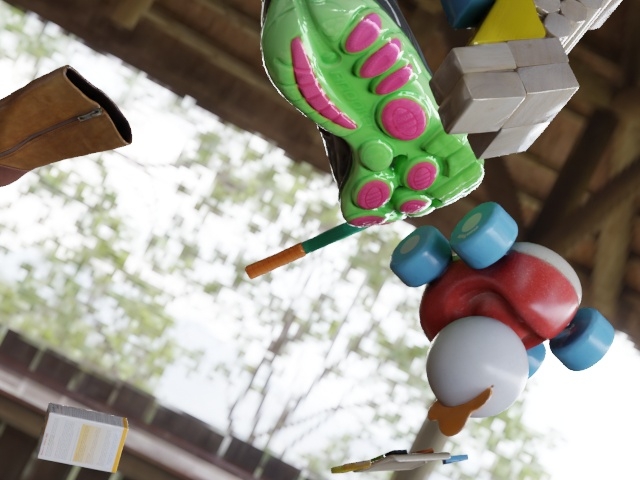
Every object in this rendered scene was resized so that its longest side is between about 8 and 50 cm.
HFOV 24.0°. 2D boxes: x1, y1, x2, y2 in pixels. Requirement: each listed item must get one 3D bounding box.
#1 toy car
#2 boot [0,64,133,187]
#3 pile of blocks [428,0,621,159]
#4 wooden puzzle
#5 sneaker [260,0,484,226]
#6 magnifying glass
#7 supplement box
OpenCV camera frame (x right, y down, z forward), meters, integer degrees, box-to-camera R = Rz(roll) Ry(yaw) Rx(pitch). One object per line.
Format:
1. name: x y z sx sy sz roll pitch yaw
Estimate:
1. toy car: 0.171 0.123 1.692 0.219 0.238 0.210 46 -36 -19
2. boot: -0.415 -0.157 1.863 0.280 0.096 0.264 -14 -43 32
3. pile of blocks: 0.150 -0.191 1.080 0.149 0.362 0.113 37 -35 2
4. wooden puzzle: 0.073 0.203 1.392 0.116 0.014 0.078 6 -19 -40
5. sneaker: 0.060 -0.172 1.658 0.185 0.202 0.483 -16 -31 7
6. magnifying glass: 0.000 0.000 2.115 0.026 0.231 0.092 65 14 2
7. supplement box: -0.289 0.239 1.826 0.098 0.062 0.036 14 14 -15
